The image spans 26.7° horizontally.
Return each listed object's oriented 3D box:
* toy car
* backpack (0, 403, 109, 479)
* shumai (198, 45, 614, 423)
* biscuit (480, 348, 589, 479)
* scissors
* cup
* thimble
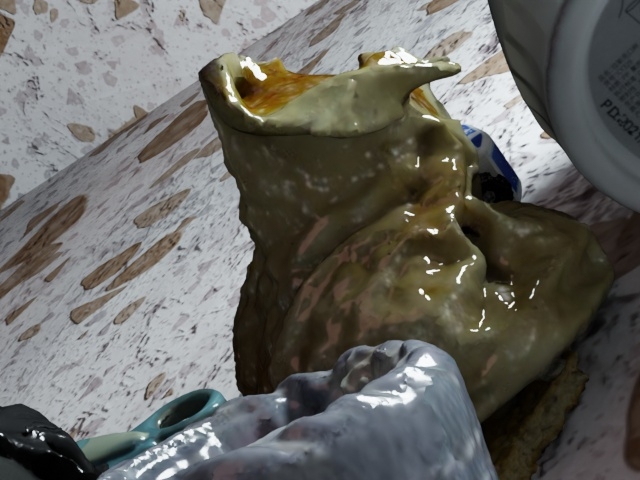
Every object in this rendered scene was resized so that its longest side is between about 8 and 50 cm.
[{"bbox_3d":[0.118,-0.053,1.119,0.070,0.080,0.171,-38,17,0],"label":"toy car"},{"bbox_3d":[-0.289,0.261,0.852,0.363,0.255,0.445,-39,3,-7],"label":"backpack"},{"bbox_3d":[0.000,0.000,0.881,0.267,0.262,0.314,-39,5,-35],"label":"shumai"},{"bbox_3d":[0.068,0.150,0.793,0.237,0.026,0.131,-36,17,1],"label":"biscuit"},{"bbox_3d":[-0.200,0.195,1.179,0.289,0.041,0.138,-17,25,40],"label":"scissors"},{"bbox_3d":[0.240,-0.181,0.925,0.253,0.253,0.371,-32,20,17],"label":"cup"},{"bbox_3d":[-0.009,0.157,0.614,0.205,0.172,0.236,-21,2,5],"label":"thimble"}]
